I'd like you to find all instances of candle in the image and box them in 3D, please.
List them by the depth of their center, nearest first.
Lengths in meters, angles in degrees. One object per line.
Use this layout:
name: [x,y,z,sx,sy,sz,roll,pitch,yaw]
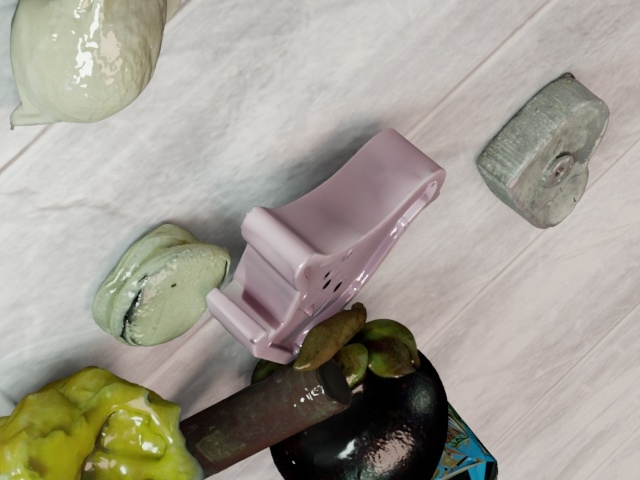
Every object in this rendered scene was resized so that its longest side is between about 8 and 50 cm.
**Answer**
candle: [0.264,-0.099,1.879,0.169,0.068,0.192,-18,134,-36]

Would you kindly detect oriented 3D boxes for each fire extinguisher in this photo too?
fire extinguisher: [-0.101,0.204,1.716,0.268,0.072,0.089,-28,136,19]

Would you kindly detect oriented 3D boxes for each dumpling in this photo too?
dumpling: [-0.172,-0.176,1.254,0.166,0.126,0.215,-40,148,-40]

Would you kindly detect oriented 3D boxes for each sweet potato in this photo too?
sweet potato: [0.016,0.098,1.671,0.153,0.041,0.038,-39,117,-50]

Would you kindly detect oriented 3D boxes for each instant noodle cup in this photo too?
instant noodle cup: [0.109,0.295,2.023,0.240,0.178,0.240,-29,143,-25]

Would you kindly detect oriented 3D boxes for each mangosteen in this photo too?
mangosteen: [0.036,0.198,1.818,0.243,0.243,0.243,-30,144,-25]

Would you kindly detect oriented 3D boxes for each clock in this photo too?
clock: [0.000,0.000,1.596,0.275,0.080,0.290,-50,167,5]

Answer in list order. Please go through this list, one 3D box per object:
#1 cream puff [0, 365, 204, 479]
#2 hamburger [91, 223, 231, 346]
cream puff: [-0.207,0.257,1.527,0.282,0.185,0.281,-6,90,-65]
hamburger: [-0.159,0.050,1.560,0.140,0.062,0.133,-56,148,10]
